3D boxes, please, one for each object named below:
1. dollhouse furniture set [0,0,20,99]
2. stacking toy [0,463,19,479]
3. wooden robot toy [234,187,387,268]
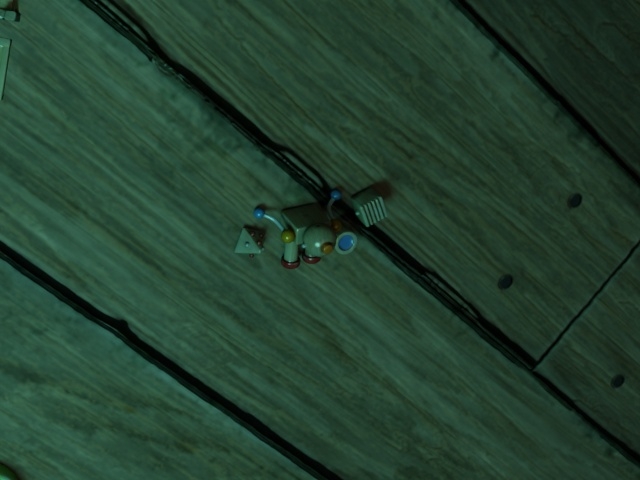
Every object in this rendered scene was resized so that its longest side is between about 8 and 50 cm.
[{"bbox_3d":[-0.349,-0.230,1.665,0.161,0.101,0.182,9,95,-7],"label":"dollhouse furniture set"},{"bbox_3d":[-0.428,0.296,1.864,0.279,0.130,0.309,-26,124,-15],"label":"stacking toy"},{"bbox_3d":[0.000,0.000,1.983,0.173,0.079,0.076,-14,119,-22],"label":"wooden robot toy"}]
